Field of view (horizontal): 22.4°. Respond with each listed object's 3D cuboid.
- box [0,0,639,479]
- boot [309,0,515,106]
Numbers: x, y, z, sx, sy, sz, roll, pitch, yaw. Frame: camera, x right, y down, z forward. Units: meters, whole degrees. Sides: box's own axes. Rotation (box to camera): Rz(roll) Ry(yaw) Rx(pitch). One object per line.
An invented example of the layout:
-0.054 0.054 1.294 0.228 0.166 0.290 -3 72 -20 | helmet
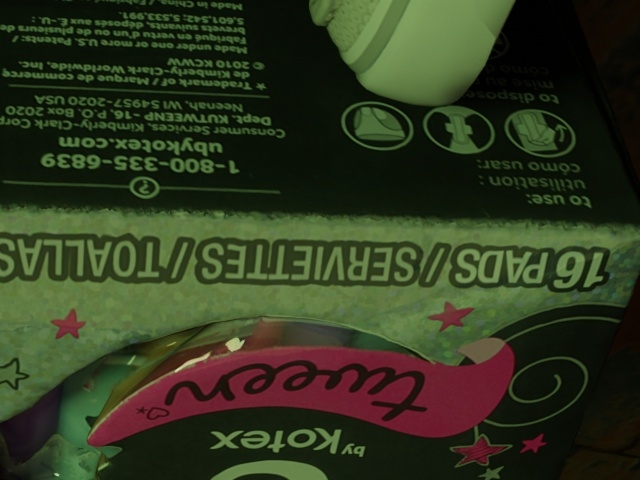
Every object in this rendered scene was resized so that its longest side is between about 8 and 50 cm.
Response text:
-0.064 -0.009 0.427 0.247 0.163 0.142 1 134 -10 | box
-0.002 -0.151 0.295 0.123 0.095 0.258 7 118 -10 | boot
